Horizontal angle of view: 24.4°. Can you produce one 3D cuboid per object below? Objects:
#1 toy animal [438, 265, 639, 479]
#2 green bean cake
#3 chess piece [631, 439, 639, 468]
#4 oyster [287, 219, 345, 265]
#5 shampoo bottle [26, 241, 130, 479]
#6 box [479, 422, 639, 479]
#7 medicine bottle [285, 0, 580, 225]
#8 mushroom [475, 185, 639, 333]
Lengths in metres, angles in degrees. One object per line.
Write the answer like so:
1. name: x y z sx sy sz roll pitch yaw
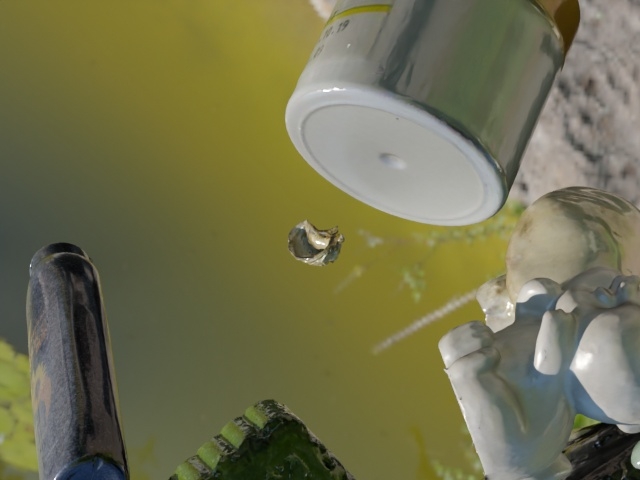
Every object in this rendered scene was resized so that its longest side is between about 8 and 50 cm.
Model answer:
1. toy animal: 0.194 0.116 1.128 0.193 0.127 0.179 -12 114 0
2. green bean cake: -0.057 0.305 1.665 0.214 0.200 0.113 53 167 -19
3. chess piece: 0.303 0.226 0.977 0.271 0.139 0.139 43 137 -6
4. oyster: 0.000 0.000 1.835 0.038 0.083 0.080 33 117 -34
5. shampoo bottle: -0.158 0.084 0.943 0.049 0.234 0.087 8 123 -19
6. box: 0.159 0.281 1.390 0.091 0.350 0.359 56 165 3
7. medicine bottle: 0.111 -0.169 1.470 0.237 0.232 0.238 22 156 10
8. mushroom: 0.305 0.068 1.830 0.234 0.260 0.254 -18 108 34
